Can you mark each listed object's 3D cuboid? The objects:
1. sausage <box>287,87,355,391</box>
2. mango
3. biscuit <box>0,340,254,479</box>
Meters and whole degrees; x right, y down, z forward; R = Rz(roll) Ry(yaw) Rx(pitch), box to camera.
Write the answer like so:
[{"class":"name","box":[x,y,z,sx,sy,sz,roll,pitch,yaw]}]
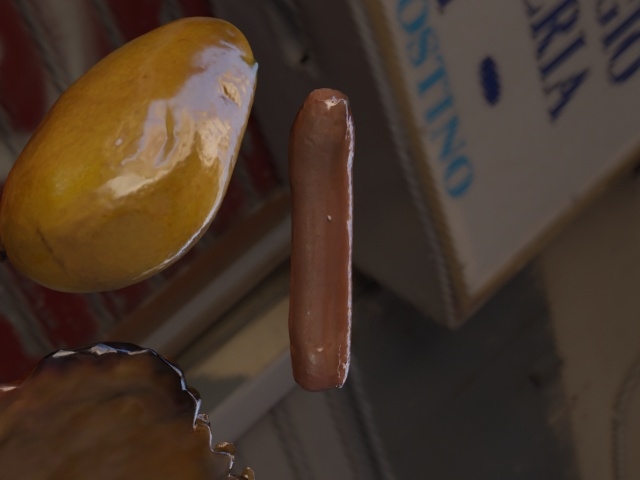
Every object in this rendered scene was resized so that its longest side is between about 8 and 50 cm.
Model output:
[{"class":"sausage","box":[0.000,0.000,1.007,0.043,0.043,0.186,24,-60,48]},{"class":"mango","box":[-0.117,-0.059,1.140,0.147,0.227,0.109,19,-29,38]},{"class":"biscuit","box":[-0.100,0.147,0.473,0.013,0.237,0.232,56,-1,44]}]
